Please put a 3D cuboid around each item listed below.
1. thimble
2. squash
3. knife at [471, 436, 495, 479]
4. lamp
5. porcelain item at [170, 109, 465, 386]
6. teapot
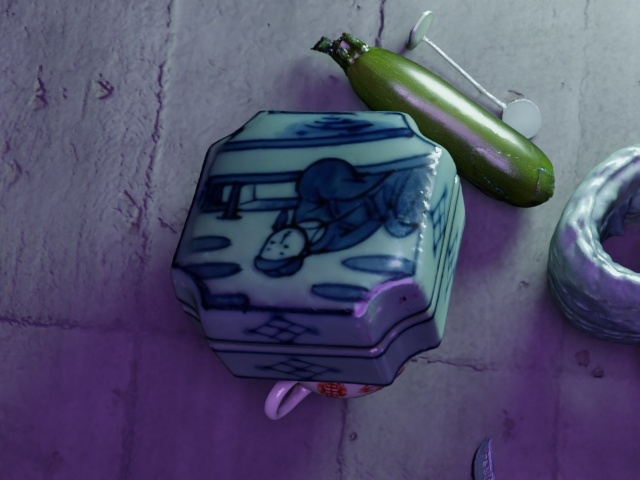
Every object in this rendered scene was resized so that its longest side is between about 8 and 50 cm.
[{"bbox_3d":[0.377,-0.001,1.604,0.250,0.172,0.204,-22,63,-9],"label":"thimble"},{"bbox_3d":[0.134,-0.144,1.661,0.331,0.087,0.087,35,81,0],"label":"squash"},{"bbox_3d":[0.194,0.332,1.646,0.028,0.015,0.210,-5,83,-1],"label":"knife"},{"bbox_3d":[0.184,-0.191,1.690,0.198,0.056,0.050,38,77,-5],"label":"lamp"},{"bbox_3d":[0.000,0.000,1.521,0.282,0.157,0.285,3,55,20],"label":"porcelain item"},{"bbox_3d":[0.020,0.109,1.590,0.159,0.116,0.245,33,62,7],"label":"teapot"}]
